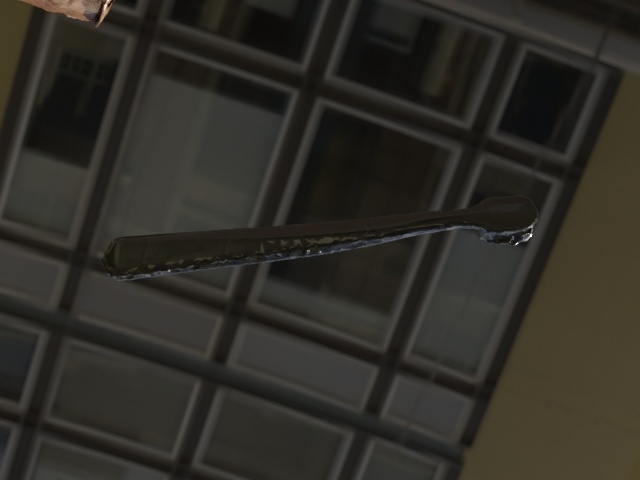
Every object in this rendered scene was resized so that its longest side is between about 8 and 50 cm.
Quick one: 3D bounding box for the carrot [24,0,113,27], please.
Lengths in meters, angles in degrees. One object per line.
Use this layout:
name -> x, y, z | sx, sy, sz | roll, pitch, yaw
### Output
carrot -> -0.292, -0.291, 1.466 | 0.254, 0.196, 0.196 | 24, -162, -19

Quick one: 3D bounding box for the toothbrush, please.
toothbrush -> 0.000, 0.000, 1.100 | 0.297, 0.030, 0.030 | -6, -127, -4
